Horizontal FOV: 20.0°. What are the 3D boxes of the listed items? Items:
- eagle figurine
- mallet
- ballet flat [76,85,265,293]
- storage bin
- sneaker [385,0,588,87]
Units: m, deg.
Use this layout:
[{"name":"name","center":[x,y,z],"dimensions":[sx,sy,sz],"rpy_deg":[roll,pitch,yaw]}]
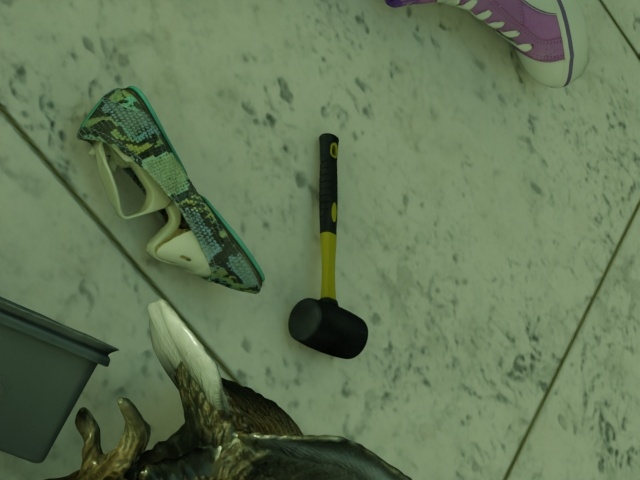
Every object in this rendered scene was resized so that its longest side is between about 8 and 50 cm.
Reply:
[{"name":"eagle figurine","center":[-0.036,0.184,1.250],"dimensions":[0.298,0.225,0.226],"rpy_deg":[7,53,-33]},{"name":"mallet","center":[0.000,0.000,1.451],"dimensions":[0.062,0.039,0.189],"rpy_deg":[14,64,-46]},{"name":"ballet flat","center":[-0.115,-0.023,1.329],"dimensions":[0.188,0.070,0.070],"rpy_deg":[56,46,-15]},{"name":"storage bin","center":[-0.217,0.080,1.170],"dimensions":[0.135,0.098,0.091],"rpy_deg":[28,84,-32]},{"name":"sneaker","center":[0.132,-0.226,1.624],"dimensions":[0.161,0.102,0.282],"rpy_deg":[-36,124,-12]}]
